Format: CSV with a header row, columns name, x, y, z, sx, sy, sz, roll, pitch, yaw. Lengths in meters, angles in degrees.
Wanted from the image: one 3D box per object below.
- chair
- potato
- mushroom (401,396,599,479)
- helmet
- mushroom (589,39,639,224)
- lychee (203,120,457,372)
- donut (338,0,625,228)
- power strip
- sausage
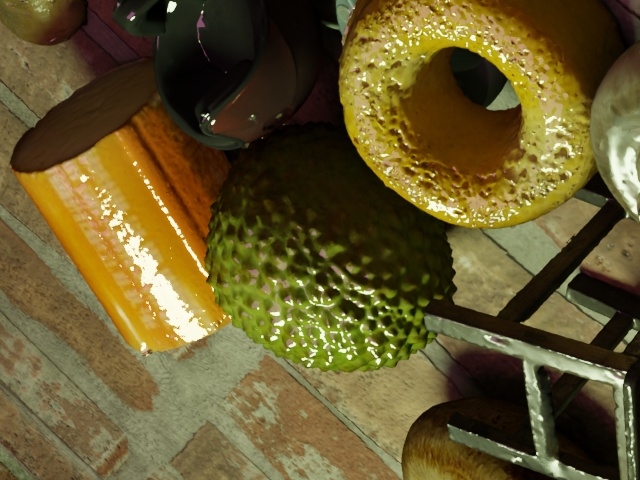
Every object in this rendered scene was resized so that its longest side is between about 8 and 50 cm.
name,x,y,z,sx,sy,sz,roll,pitch,yaw
chair,0.337,0.126,1.431,0.416,0.240,0.203,24,143,35
potato,-0.367,-0.318,1.937,0.164,0.081,0.200,20,146,36
mushroom,0.238,0.330,1.883,0.345,0.239,0.345,17,154,9
helmet,-0.095,-0.195,1.619,0.189,0.193,0.216,50,141,19
mushroom,0.316,-0.064,1.276,0.226,0.178,0.226,28,155,15
lychee,0.006,0.005,1.690,0.320,0.270,0.270,16,140,36
donut,0.137,-0.133,1.414,0.277,0.108,0.278,10,120,17
power strip,0.087,-0.188,1.550,0.216,0.044,0.137,30,149,25
sausage,-0.210,-0.044,1.936,0.233,0.233,0.287,6,132,49
